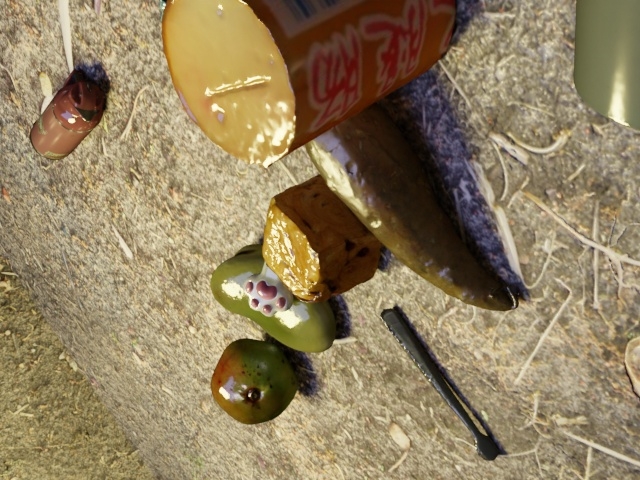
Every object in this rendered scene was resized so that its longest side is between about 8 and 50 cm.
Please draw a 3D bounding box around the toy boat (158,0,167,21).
[{"bbox_3d":[-0.221,-0.390,1.487,0.059,0.069,0.173,47,154,3],"label":"toy boat"}]

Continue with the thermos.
[{"bbox_3d":[-0.550,-0.283,2.045,0.109,0.136,0.330,36,155,-18],"label":"thermos"}]

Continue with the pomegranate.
[{"bbox_3d":[-0.136,0.282,1.903,0.180,0.180,0.209,62,-174,-7],"label":"pomegranate"}]

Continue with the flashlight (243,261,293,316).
[{"bbox_3d":[-0.070,0.038,1.592,0.093,0.047,0.200,26,108,13],"label":"flashlight"}]

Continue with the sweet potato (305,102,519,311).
[{"bbox_3d":[0.108,-0.055,1.271,0.422,0.130,0.130,52,150,-5],"label":"sweet potato"}]

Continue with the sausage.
[{"bbox_3d":[-0.010,-0.251,1.095,0.233,0.287,0.233,31,139,31],"label":"sausage"}]

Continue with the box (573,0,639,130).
[{"bbox_3d":[0.318,-0.196,0.725,0.226,0.226,0.149,28,138,41],"label":"box"}]

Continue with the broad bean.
[{"bbox_3d":[-0.075,0.104,1.701,0.263,0.121,0.189,31,137,13],"label":"broad bean"}]

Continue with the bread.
[{"bbox_3d":[0.000,0.000,1.447,0.158,0.149,0.143,43,143,24],"label":"bread"}]

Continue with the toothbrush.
[{"bbox_3d":[0.190,0.232,1.494,0.297,0.030,0.030,54,159,6],"label":"toothbrush"}]
